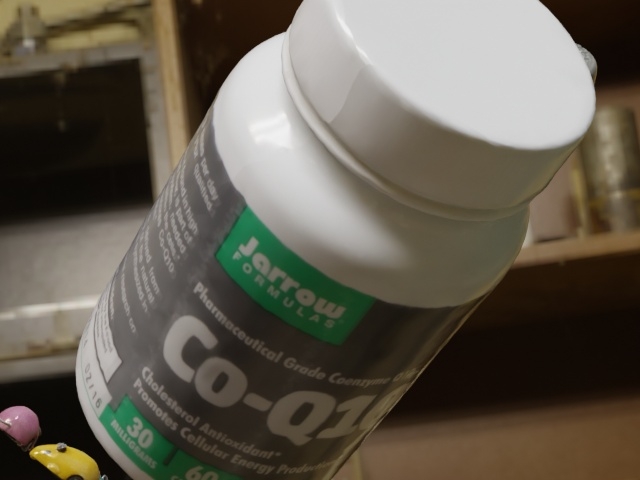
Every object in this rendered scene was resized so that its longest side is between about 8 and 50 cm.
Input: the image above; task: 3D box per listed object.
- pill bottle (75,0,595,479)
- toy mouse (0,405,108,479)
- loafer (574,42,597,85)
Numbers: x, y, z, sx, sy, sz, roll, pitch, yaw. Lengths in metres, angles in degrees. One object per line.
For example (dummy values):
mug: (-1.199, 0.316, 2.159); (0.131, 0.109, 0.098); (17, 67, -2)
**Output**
pill bottle: (0.000, 0.000, 0.951); (0.204, 0.204, 0.361); (1, -40, -33)
toy mouse: (-0.230, 0.182, 1.328); (0.161, 0.031, 0.143); (41, -12, -11)
loafer: (0.079, -0.104, 1.090); (0.251, 0.087, 0.094); (18, 33, 41)
